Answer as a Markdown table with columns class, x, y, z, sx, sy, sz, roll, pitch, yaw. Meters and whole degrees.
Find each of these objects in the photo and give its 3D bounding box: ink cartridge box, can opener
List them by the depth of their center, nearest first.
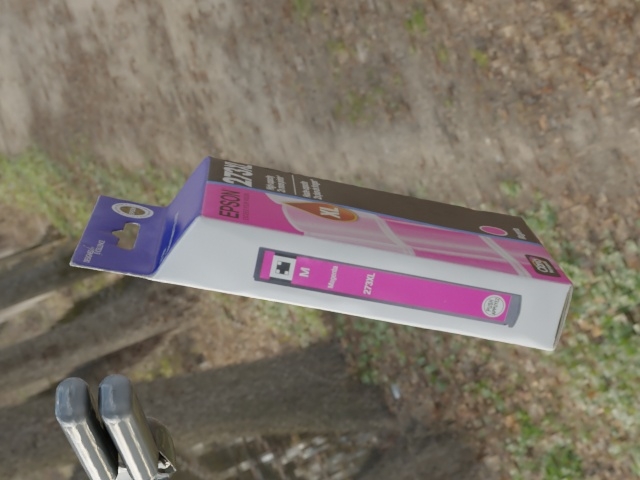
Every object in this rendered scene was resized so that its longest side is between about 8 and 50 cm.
| class | x | y | z | sx | sy | sz | roll | pitch | yaw |
| --- | --- | --- | --- | --- | --- | --- | --- | --- | --- |
| ink cartridge box | 0.000 | 0.000 | 0.899 | 0.175 | 0.371 | 0.069 | -100 | 20 | -71 |
| can opener | -0.190 | 0.188 | 1.057 | 0.280 | 0.074 | 0.093 | 86 | 177 | -62 |
